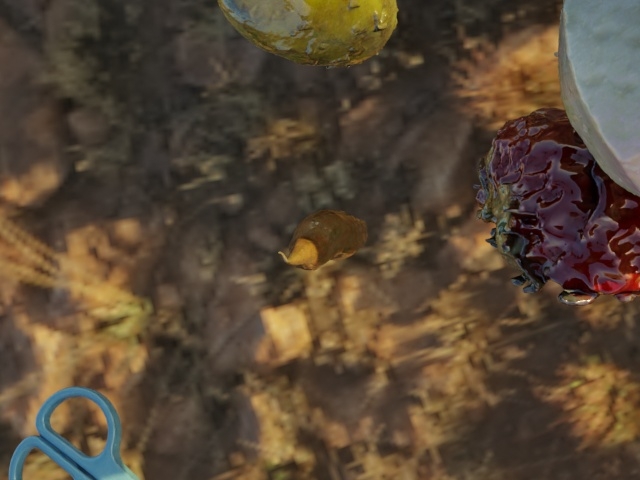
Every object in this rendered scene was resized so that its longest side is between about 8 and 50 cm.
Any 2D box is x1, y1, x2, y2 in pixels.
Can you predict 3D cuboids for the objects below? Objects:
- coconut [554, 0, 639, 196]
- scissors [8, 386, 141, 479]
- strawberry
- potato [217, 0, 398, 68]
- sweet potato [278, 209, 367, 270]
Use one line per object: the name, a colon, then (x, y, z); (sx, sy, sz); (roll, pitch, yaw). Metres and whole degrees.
coconut: (0.378, -0.177, 1.477); (0.352, 0.352, 0.353); (9, 104, 38)
scissors: (-0.222, 0.375, 2.386); (0.447, 0.029, 0.193); (35, 96, 19)
strawberry: (0.289, -0.054, 1.738); (0.280, 0.253, 0.150); (2, 120, 4)
potato: (-0.015, -0.265, 1.967); (0.149, 0.251, 0.113); (-46, 54, 20)
sweet potato: (0.000, 0.000, 1.723); (0.056, 0.195, 0.056); (5, 103, 23)
